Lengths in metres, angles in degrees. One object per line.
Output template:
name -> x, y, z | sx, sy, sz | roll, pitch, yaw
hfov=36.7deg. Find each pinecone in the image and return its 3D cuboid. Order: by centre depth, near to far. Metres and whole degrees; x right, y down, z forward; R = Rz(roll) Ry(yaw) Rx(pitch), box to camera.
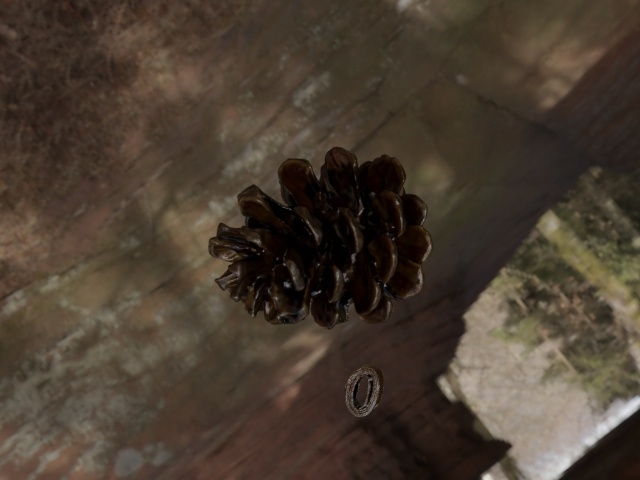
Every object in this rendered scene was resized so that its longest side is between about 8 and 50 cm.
pinecone -> 0.000, 0.000, 1.234 | 0.309, 0.244, 0.244 | -8, 147, -42

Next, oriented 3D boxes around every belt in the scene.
belt -> 0.070, 0.241, 1.560 | 0.036, 0.059, 0.083 | -4, 109, -72
